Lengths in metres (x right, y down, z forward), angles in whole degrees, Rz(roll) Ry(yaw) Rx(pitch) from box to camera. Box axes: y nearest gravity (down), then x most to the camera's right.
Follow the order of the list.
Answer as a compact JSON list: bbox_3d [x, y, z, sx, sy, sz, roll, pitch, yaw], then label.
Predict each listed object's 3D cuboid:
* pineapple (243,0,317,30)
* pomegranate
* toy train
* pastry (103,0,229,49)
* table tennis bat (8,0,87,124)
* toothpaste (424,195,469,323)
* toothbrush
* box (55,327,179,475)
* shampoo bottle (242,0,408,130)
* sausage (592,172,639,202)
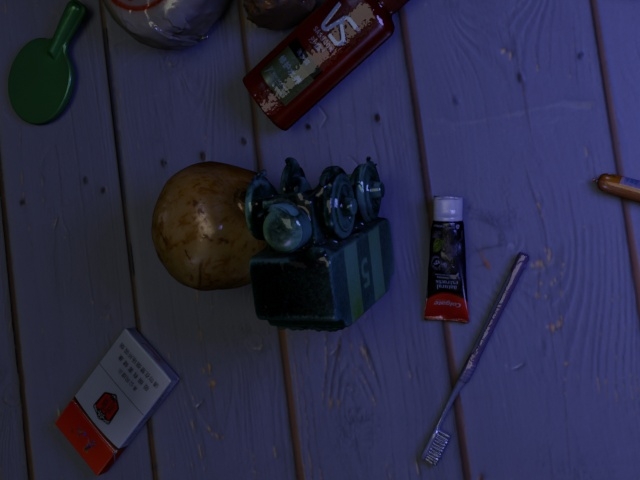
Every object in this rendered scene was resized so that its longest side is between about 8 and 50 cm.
[{"bbox_3d":[-0.086,-0.472,1.336,0.128,0.128,0.248,-18,79,22],"label":"pineapple"},{"bbox_3d":[-0.155,-0.029,1.295,0.215,0.215,0.216,0,89,23],"label":"pomegranate"},{"bbox_3d":[0.000,0.000,1.201,0.166,0.299,0.238,-2,102,25],"label":"toy train"},{"bbox_3d":[-0.266,-0.461,1.408,0.264,0.133,0.265,-1,86,20],"label":"pastry"},{"bbox_3d":[-0.512,-0.339,1.563,0.160,0.039,0.257,40,109,19],"label":"table tennis bat"},{"bbox_3d":[0.194,0.029,1.248,0.071,0.045,0.194,4,97,24],"label":"toothpaste"},{"bbox_3d":[0.234,0.181,1.235,0.029,0.024,0.354,26,99,16],"label":"toothbrush"},{"bbox_3d":[-0.370,0.291,1.489,0.139,0.035,0.245,45,105,18],"label":"box"},{"bbox_3d":[0.019,-0.315,1.308,0.314,0.076,0.118,-39,72,18],"label":"shampoo bottle"},{"bbox_3d":[0.434,-0.072,1.150,0.107,0.031,0.031,20,97,24],"label":"sausage"}]
